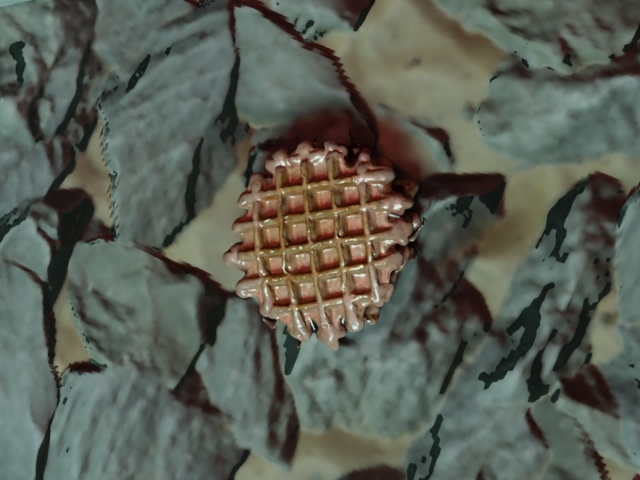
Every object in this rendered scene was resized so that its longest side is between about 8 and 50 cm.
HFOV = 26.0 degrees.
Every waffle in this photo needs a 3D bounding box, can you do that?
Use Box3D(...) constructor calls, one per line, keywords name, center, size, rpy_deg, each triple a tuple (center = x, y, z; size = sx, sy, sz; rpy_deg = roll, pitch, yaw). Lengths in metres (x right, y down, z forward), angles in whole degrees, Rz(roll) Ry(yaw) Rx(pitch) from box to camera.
Box3D(name="waffle", center=(0.000, 0.000, 0.549), size=(0.075, 0.029, 0.083), rpy_deg=(32, 101, 21))

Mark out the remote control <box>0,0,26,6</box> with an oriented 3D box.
Box3D(name="remote control", center=(-0.138, -0.231, 0.615), size=(0.103, 0.034, 0.250), rpy_deg=(-7, 84, 21))
